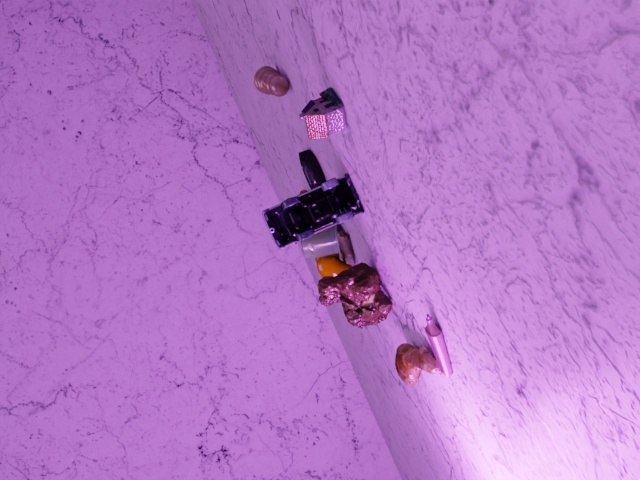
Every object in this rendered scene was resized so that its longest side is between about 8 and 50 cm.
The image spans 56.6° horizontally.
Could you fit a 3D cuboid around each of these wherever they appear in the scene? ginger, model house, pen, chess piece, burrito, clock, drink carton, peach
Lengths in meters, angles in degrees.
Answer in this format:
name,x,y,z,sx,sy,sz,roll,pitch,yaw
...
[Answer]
name,x,y,z,sx,sy,sz,roll,pitch,yaw
ginger,0.283,0.369,1.753,0.294,0.086,0.131,132,136,-77
model house,-0.001,-0.320,1.493,0.088,0.100,0.101,76,168,-53
pen,0.296,0.261,1.504,0.197,0.032,0.053,67,174,-29
chess piece,-0.155,-0.529,2.007,0.170,0.094,0.094,42,156,55
burrito,0.095,0.032,2.152,0.045,0.041,0.185,47,164,41
clock,-0.025,-0.239,2.138,0.184,0.040,0.184,157,90,-83
drink carton,0.000,0.000,2.210,0.144,0.142,0.146,77,-176,-50
peach,0.049,0.092,2.317,0.179,0.103,0.179,41,-156,-23

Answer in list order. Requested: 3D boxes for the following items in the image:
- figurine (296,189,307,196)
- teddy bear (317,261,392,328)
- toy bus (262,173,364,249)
name,x,y,z,sx,sy,sz,roll,pitch,yaw
figurine,-0.072,-0.131,2.505,0.274,0.133,0.194,-107,0,-46
teddy bear,0.107,0.197,1.889,0.296,0.246,0.222,-38,-54,-69
toy bus,-0.026,-0.080,1.758,0.165,0.276,0.134,169,78,-86
